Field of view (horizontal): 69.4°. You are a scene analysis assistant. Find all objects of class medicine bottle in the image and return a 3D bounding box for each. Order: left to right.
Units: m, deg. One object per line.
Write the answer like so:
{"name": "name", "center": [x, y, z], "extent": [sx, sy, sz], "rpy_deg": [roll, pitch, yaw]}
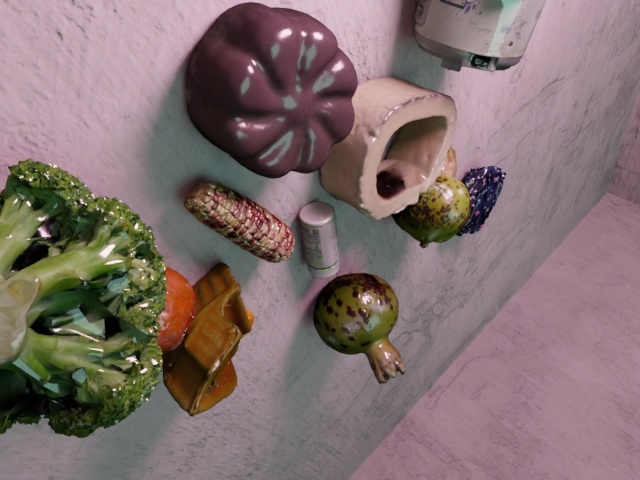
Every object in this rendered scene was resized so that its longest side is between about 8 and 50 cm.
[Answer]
{"name": "medicine bottle", "center": [0.000, 0.000, 1.132], "extent": [0.086, 0.086, 0.184], "rpy_deg": [-33, 139, -26]}

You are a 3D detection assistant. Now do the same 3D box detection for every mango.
{"name": "mango", "center": [-0.193, 0.208, 1.112], "extent": [0.046, 0.060, 0.089], "rpy_deg": [34, 95, -13]}

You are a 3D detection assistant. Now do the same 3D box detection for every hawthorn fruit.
{"name": "hawthorn fruit", "center": [-0.312, 0.120, 0.823], "extent": [0.172, 0.172, 0.173], "rpy_deg": [-28, 136, -30]}

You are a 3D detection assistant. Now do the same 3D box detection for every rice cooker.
{"name": "rice cooker", "center": [0.337, -0.513, 0.943], "extent": [0.264, 0.317, 0.317], "rpy_deg": [10, 120, -3]}

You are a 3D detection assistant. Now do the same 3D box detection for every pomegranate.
{"name": "pomegranate", "center": [0.103, 0.243, 1.278], "extent": [0.242, 0.242, 0.306], "rpy_deg": [4, 75, -49]}
{"name": "pomegranate", "center": [0.319, -0.122, 1.287], "extent": [0.277, 0.221, 0.204], "rpy_deg": [-55, 130, -29]}

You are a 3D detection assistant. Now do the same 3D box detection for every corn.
{"name": "corn", "center": [-0.156, -0.035, 0.930], "extent": [0.098, 0.098, 0.289], "rpy_deg": [-55, 140, 2]}

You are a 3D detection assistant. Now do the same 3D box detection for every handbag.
{"name": "handbag", "center": [0.527, -0.134, 1.579], "extent": [0.161, 0.113, 0.261], "rpy_deg": [-4, 123, -40]}

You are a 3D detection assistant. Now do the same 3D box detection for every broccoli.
{"name": "broccoli", "center": [-0.385, 0.080, 0.598], "extent": [0.413, 0.321, 0.310], "rpy_deg": [37, 132, -17]}

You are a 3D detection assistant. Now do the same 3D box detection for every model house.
{"name": "model house", "center": [-0.210, 0.187, 0.952], "extent": [0.173, 0.268, 0.239], "rpy_deg": [20, 103, -32]}

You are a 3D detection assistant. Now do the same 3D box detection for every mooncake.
{"name": "mooncake", "center": [-0.072, -0.248, 0.804], "extent": [0.305, 0.154, 0.306], "rpy_deg": [-26, 136, -28]}

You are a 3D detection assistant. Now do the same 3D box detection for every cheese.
{"name": "cheese", "center": [0.164, -0.218, 1.083], "extent": [0.332, 0.153, 0.293], "rpy_deg": [-25, 135, -31]}
